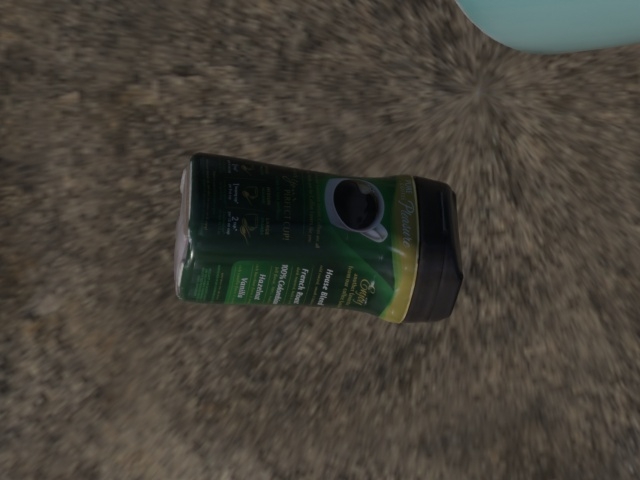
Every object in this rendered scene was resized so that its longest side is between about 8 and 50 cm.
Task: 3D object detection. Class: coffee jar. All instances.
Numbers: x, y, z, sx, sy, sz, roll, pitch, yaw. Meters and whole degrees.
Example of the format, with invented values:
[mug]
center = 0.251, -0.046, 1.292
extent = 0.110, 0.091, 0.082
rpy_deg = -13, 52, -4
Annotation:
[coffee jar]
center = 0.000, 0.000, 1.273
extent = 0.184, 0.096, 0.079
rpy_deg = 6, 137, -8

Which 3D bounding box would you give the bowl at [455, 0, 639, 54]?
[bowl]
center = 0.224, -0.253, 1.220
extent = 0.163, 0.311, 0.311
rpy_deg = 20, 97, 43
